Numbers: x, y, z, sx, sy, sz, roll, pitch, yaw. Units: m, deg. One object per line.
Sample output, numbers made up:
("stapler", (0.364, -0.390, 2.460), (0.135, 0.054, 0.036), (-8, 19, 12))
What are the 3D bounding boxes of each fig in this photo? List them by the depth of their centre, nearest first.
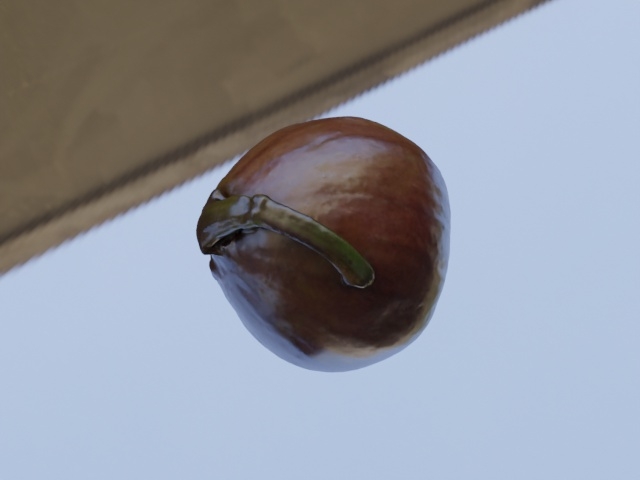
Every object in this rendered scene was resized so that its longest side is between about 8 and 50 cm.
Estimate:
("fig", (0.000, 0.000, 1.171), (0.205, 0.205, 0.205), (-13, -62, -26))
